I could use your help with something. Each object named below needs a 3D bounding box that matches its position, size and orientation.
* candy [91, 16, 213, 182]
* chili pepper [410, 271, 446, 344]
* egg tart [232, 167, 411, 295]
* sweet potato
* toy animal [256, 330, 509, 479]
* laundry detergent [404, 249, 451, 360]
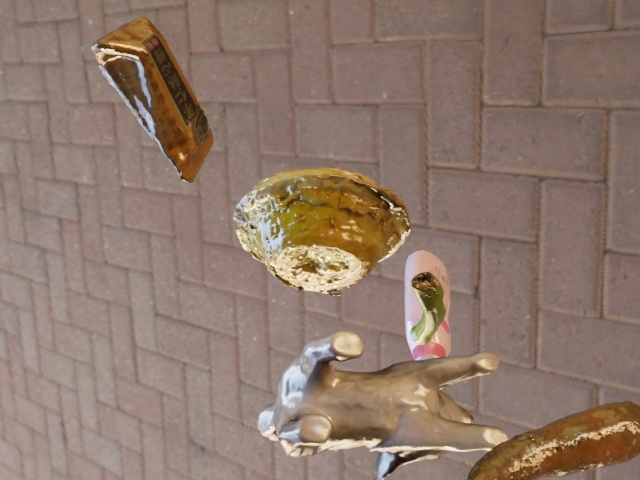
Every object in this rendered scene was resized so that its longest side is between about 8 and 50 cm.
[{"bbox_3d":[-0.262,-0.235,1.346,0.101,0.143,0.271,-14,119,32],"label":"candy"},{"bbox_3d":[0.175,0.112,1.306,0.050,0.052,0.201,42,159,26],"label":"chili pepper"},{"bbox_3d":[0.000,0.000,1.276,0.295,0.295,0.116,-31,43,41],"label":"egg tart"},{"bbox_3d":[0.277,0.246,0.949,0.075,0.273,0.075,169,90,-70],"label":"sweet potato"},{"bbox_3d":[0.079,0.267,1.249,0.302,0.344,0.194,128,150,-58],"label":"toy animal"},{"bbox_3d":[0.232,0.175,1.744,0.088,0.335,0.159,-23,125,24],"label":"laundry detergent"}]
